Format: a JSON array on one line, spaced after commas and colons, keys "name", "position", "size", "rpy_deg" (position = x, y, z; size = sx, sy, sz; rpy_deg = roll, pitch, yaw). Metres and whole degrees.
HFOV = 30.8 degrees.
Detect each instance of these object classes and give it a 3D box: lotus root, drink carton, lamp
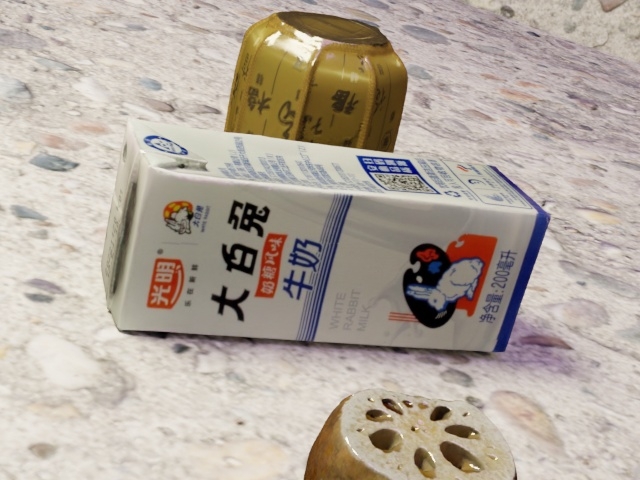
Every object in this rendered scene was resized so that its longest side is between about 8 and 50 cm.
[{"name": "lotus root", "position": [0.052, 0.143, 0.650], "size": [0.122, 0.081, 0.112], "rpy_deg": [11, 30, -11]}, {"name": "drink carton", "position": [0.000, 0.000, 0.877], "size": [0.315, 0.130, 0.106], "rpy_deg": [5, 23, -21]}, {"name": "lamp", "position": [-0.008, -0.107, 1.054], "size": [0.161, 0.185, 0.161], "rpy_deg": [11, 21, -4]}]
